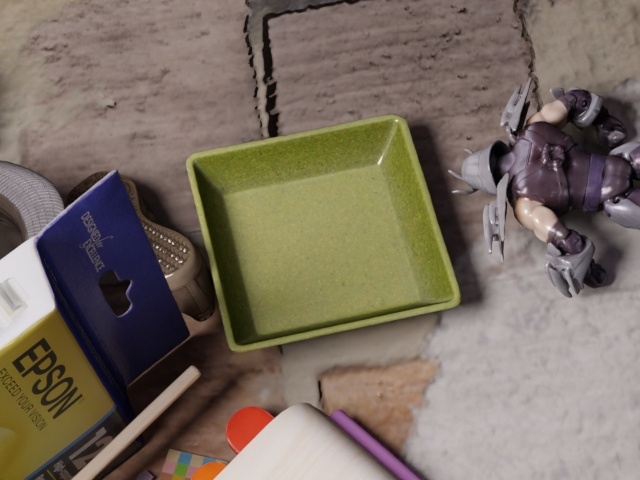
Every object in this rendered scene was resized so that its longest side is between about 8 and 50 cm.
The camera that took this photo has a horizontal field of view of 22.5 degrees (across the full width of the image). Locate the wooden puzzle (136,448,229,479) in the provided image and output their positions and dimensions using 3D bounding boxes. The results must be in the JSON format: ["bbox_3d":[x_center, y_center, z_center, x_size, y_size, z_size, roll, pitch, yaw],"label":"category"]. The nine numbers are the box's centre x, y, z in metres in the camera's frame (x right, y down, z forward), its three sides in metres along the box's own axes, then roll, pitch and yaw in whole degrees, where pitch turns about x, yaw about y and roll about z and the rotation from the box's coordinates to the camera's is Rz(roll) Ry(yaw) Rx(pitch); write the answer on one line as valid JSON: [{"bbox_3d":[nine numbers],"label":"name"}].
[{"bbox_3d":[-0.102,0.191,1.254,0.083,0.006,0.049,11,64,13],"label":"wooden puzzle"}]

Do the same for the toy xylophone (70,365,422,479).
[{"bbox_3d":[-0.080,0.233,1.182,0.322,0.081,0.236,-37,65,-12],"label":"toy xylophone"}]

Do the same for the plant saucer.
[{"bbox_3d":[0.000,0.000,1.310,0.188,0.045,0.188,-12,61,-7],"label":"plant saucer"}]

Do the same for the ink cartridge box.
[{"bbox_3d":[-0.221,0.125,1.137,0.307,0.304,0.072,-36,67,-10],"label":"ink cartridge box"}]

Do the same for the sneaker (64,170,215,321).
[{"bbox_3d":[-0.151,0.009,1.330,0.066,0.071,0.188,-36,41,-13],"label":"sneaker"}]

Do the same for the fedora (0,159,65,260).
[{"bbox_3d":[-0.294,0.060,1.274,0.275,0.124,0.244,1,57,28],"label":"fedora"}]

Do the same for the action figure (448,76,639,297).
[{"bbox_3d":[0.241,-0.042,1.284,0.285,0.099,0.185,4,70,15],"label":"action figure"}]
